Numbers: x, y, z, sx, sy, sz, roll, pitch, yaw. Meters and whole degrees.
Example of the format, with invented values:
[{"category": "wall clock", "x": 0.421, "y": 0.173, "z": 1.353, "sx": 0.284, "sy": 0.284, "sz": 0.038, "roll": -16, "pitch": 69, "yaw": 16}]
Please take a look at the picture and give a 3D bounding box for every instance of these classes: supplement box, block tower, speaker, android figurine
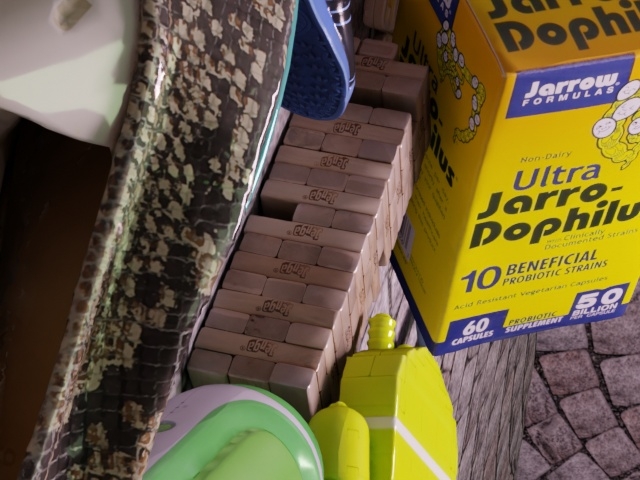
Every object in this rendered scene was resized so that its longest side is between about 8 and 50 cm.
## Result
[{"category": "supplement box", "x": 0.174, "y": -0.094, "z": 1.323, "sx": 0.356, "sy": 0.194, "sz": 0.195, "roll": 98, "pitch": -24, "yaw": -50}, {"category": "block tower", "x": 0.000, "y": 0.000, "z": 1.157, "sx": 0.097, "sy": 0.091, "sz": 0.335, "roll": 81, "pitch": 24, "yaw": -53}, {"category": "speaker", "x": -0.089, "y": 0.173, "z": 0.861, "sx": 0.296, "sy": 0.131, "sz": 0.131, "roll": -38, "pitch": 138, "yaw": -70}, {"category": "android figurine", "x": 0.049, "y": 0.188, "z": 1.106, "sx": 0.248, "sy": 0.056, "sz": 0.272, "roll": 50, "pitch": 38, "yaw": -60}]

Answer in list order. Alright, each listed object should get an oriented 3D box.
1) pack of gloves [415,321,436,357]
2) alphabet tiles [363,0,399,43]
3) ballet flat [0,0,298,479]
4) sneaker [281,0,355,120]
[{"category": "pack of gloves", "x": 0.109, "y": 0.140, "z": 1.868, "sx": 0.195, "sy": 0.046, "sz": 0.232, "roll": 103, "pitch": 10, "yaw": -50}, {"category": "alphabet tiles", "x": 0.089, "y": -0.254, "z": 1.458, "sx": 0.284, "sy": 0.021, "sz": 0.277, "roll": -9, "pitch": 110, "yaw": -76}, {"category": "ballet flat", "x": -0.128, "y": 0.022, "z": 0.564, "sx": 0.182, "sy": 0.164, "sz": 0.482, "roll": 22, "pitch": 81, "yaw": -56}, {"category": "sneaker", "x": -0.009, "y": -0.169, "z": 0.993, "sx": 0.232, "sy": 0.081, "sz": 0.090, "roll": 76, "pitch": 36, "yaw": -59}]
